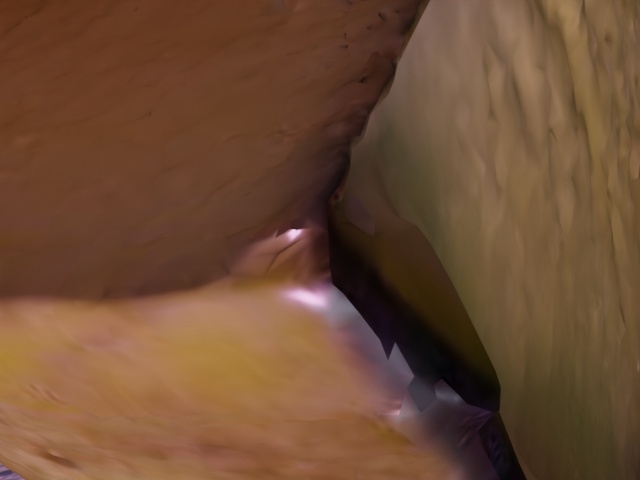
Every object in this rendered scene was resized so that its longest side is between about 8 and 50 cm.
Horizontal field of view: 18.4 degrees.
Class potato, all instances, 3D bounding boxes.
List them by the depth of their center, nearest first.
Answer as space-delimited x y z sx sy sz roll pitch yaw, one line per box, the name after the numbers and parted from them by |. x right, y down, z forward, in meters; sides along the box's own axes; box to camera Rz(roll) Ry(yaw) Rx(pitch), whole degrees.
0.000 0.000 0.564 0.212 0.330 0.280 -7 130 26 | potato
